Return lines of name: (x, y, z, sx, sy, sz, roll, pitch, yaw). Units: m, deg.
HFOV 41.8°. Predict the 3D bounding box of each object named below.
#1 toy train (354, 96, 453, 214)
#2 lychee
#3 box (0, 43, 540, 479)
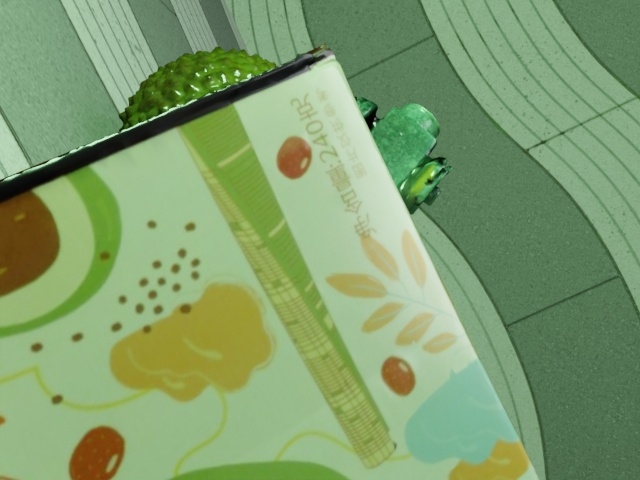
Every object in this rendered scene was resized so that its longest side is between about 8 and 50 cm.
toy train: (0.000, 0.000, 1.030, 0.160, 0.397, 0.253, 39, -23, 6)
lychee: (-0.134, -0.129, 1.133, 0.270, 0.270, 0.320, 62, 4, -16)
box: (-0.066, 0.137, 0.454, 0.122, 0.344, 0.385, -17, -79, 61)
